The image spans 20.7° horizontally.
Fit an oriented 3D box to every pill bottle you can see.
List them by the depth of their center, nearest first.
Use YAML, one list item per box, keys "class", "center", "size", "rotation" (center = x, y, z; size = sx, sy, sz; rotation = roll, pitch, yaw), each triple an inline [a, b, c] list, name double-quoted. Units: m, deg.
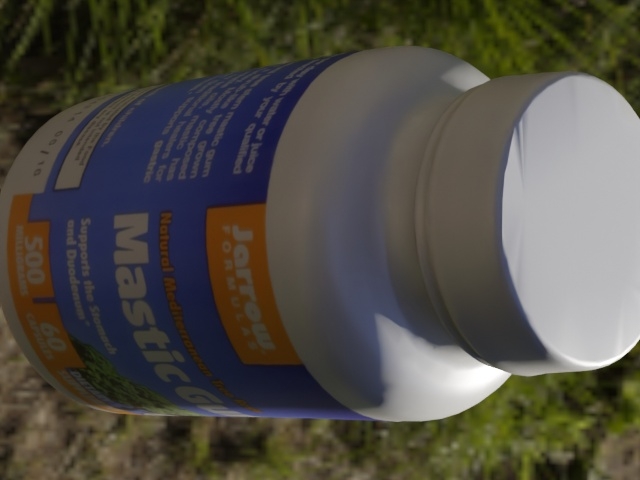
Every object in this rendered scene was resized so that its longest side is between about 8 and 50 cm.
- class: "pill bottle"
  center: [0.000, 0.000, 0.735]
  size: [0.152, 0.272, 0.152]
  rotation: [5, 84, -46]
